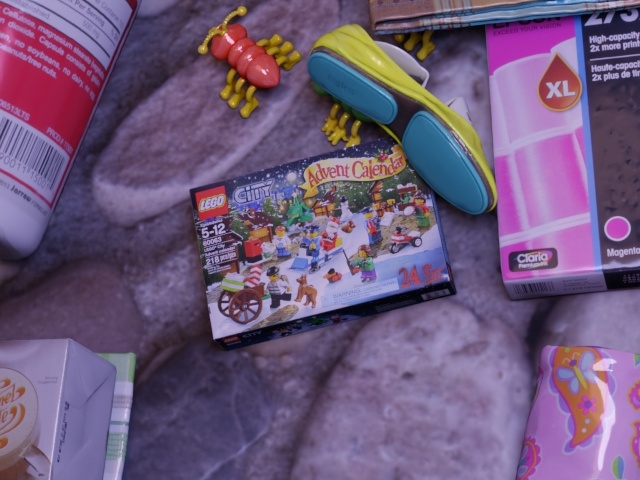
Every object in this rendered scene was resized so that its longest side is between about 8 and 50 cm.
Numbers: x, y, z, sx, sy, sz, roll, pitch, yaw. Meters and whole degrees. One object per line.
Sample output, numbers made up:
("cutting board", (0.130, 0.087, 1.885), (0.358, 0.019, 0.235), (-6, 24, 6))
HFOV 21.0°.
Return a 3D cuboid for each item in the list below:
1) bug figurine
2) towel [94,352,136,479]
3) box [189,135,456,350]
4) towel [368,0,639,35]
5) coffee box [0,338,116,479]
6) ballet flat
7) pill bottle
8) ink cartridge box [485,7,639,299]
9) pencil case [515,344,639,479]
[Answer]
("bug figurine", (0.024, -0.225, 1.708), (0.216, 0.072, 0.279), (38, 84, 22))
("towel", (-0.237, 0.182, 1.666), (0.113, 0.023, 0.152), (2, 70, 13))
("box", (0.000, 0.000, 1.652), (0.233, 0.044, 0.159), (-15, 69, 9))
("towel", (0.226, -0.320, 1.660), (0.370, 0.040, 0.271), (-6, 56, 6))
("coffee box", (-0.328, 0.175, 1.626), (0.246, 0.098, 0.141), (-2, 69, 23))
("ballet flat", (0.091, -0.123, 1.611), (0.231, 0.077, 0.077), (41, 54, 10))
("pill bottle", (-0.313, -0.205, 1.701), (0.229, 0.229, 0.408), (16, 76, 19))
("ink cartridge box", (0.250, -0.133, 1.628), (0.176, 0.069, 0.371), (-6, 68, 12))
("pencil case", (0.225, 0.232, 1.482), (0.124, 0.124, 0.284), (7, 74, 16))
